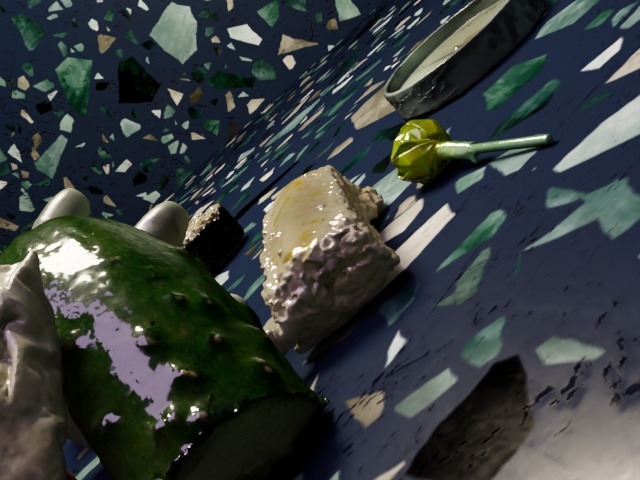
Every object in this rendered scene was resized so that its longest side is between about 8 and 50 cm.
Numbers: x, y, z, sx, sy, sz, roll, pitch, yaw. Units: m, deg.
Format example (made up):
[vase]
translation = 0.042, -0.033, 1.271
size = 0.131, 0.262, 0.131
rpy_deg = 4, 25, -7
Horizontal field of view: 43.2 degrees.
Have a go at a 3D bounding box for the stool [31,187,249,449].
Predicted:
[stool]
translation = -0.209, 0.082, 0.792
size = 0.195, 0.195, 0.199
rpy_deg = 7, 50, 33

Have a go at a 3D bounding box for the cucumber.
[cucumber]
translation = -0.143, 0.056, 0.588
size = 0.145, 0.105, 0.325
rpy_deg = -43, 49, -9

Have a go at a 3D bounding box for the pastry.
[pastry]
translation = 0.005, -0.002, 0.723
size = 0.121, 0.089, 0.258
rpy_deg = -27, 20, 11

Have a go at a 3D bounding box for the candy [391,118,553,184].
[candy]
translation = 0.128, -0.081, 0.704
size = 0.058, 0.062, 0.194
rpy_deg = 0, 3, -30

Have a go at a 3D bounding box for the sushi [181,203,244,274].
[sushi]
translation = -0.179, 0.015, 1.170
size = 0.150, 0.078, 0.090
rpy_deg = -48, 15, -22

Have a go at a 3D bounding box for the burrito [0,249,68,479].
[burrito]
translation = -0.182, 0.175, 0.418
size = 0.117, 0.076, 0.392
rpy_deg = -34, 49, 20

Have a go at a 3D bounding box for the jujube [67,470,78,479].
[jujube]
translation = -0.280, 0.260, 0.530
size = 0.290, 0.197, 0.197
rpy_deg = -31, 14, -4

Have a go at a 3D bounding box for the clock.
[clock]
translation = 0.176, -0.242, 1.021
size = 0.226, 0.049, 0.226
rpy_deg = -39, 16, 13
